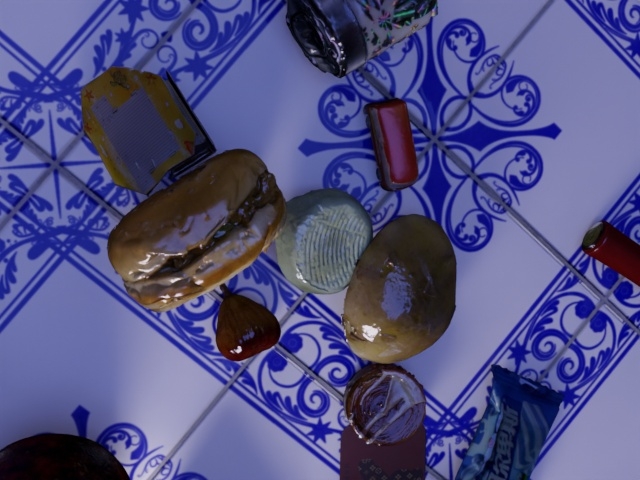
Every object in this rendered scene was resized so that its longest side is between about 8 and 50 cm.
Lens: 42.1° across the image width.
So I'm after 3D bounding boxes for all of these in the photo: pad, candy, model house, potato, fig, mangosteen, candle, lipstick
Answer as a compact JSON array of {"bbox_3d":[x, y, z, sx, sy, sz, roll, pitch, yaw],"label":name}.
[{"bbox_3d":[0.124,0.491,1.656,0.181,0.004,0.267,-1,96,-12],"label":"pad"},{"bbox_3d":[0.359,0.429,1.666,0.187,0.077,0.331,26,87,-16],"label":"candy"},{"bbox_3d":[-0.286,-0.211,1.450,0.207,0.136,0.219,-35,87,32],"label":"model house"},{"bbox_3d":[0.164,0.104,1.530,0.239,0.116,0.299,19,94,-34],"label":"potato"},{"bbox_3d":[-0.150,0.156,1.528,0.119,0.153,0.119,-29,139,-28],"label":"fig"},{"bbox_3d":[-0.481,0.476,1.382,0.359,0.306,0.306,-4,97,11],"label":"mangosteen"},{"bbox_3d":[0.109,-0.433,1.470,0.330,0.187,0.187,-32,101,-8],"label":"candle"},{"bbox_3d":[0.643,0.049,1.687,0.241,0.080,0.080,31,89,-13],"label":"lipstick"}]

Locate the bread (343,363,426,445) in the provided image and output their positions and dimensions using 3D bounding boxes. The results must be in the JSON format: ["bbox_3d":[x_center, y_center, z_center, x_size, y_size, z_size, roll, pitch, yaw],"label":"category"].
[{"bbox_3d":[0.124,0.314,1.601,0.160,0.073,0.161,0,91,-8],"label":"bread"}]

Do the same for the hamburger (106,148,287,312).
[{"bbox_3d":[-0.206,-0.021,1.388,0.304,0.284,0.174,-33,102,-4],"label":"hamburger"}]

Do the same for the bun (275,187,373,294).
[{"bbox_3d":[0.000,0.000,1.517,0.195,0.118,0.195,-7,104,-30],"label":"bun"}]

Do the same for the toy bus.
[{"bbox_3d":[0.138,-0.177,1.554,0.079,0.077,0.174,-13,98,-10],"label":"toy bus"}]
